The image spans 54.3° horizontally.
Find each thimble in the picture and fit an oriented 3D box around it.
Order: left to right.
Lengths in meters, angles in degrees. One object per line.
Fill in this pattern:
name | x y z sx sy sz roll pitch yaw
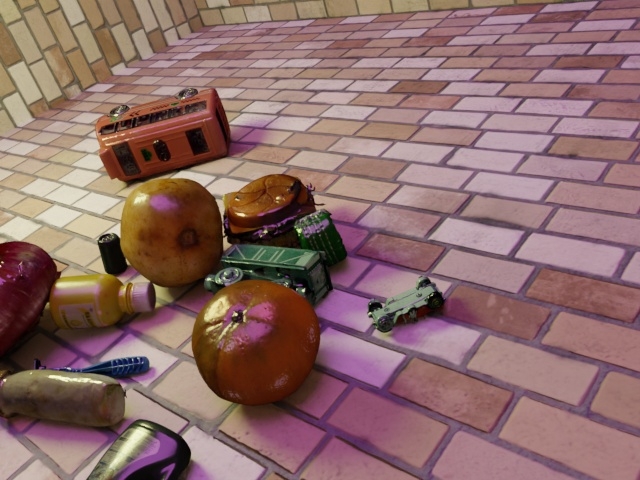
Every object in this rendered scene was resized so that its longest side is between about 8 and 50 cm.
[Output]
thimble | 0.000 0.000 1.360 0.090 0.130 0.118 -24 27 -2

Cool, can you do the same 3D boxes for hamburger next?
hamburger | -0.114 -0.059 1.498 0.262 0.138 0.243 -19 34 -1

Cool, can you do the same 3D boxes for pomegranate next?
pomegranate | -0.345 -0.020 1.448 0.260 0.260 0.260 -13 33 9

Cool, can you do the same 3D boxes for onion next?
onion | -0.768 0.125 1.399 0.347 0.285 0.347 -33 27 19

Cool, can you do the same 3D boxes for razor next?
razor | -0.470 0.267 1.280 0.253 0.042 0.082 -10 75 11

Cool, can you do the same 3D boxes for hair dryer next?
hair dryer | -0.468 0.021 1.618 0.198 0.100 0.057 -10 33 -15

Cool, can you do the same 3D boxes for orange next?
orange | -0.120 0.173 1.103 0.240 0.171 0.240 -13 49 16

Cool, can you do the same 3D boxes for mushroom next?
mushroom | -0.510 0.300 1.202 0.312 0.100 0.081 -3 13 24

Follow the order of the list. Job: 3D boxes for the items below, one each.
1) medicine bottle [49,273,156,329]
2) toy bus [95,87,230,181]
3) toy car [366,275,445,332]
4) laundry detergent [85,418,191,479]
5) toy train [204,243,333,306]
medicine bottle | -0.486 0.135 1.412 0.212 0.122 0.122 -4 34 2
toy bus | -0.524 -0.344 2.080 0.427 0.203 0.233 -14 37 3
toy car | 0.160 0.124 1.168 0.143 0.054 0.073 -25 31 -3
laundry detergent | -0.313 0.392 0.979 0.144 0.078 0.221 10 41 30
toy train | -0.113 0.093 1.304 0.269 0.115 0.154 4 30 32
